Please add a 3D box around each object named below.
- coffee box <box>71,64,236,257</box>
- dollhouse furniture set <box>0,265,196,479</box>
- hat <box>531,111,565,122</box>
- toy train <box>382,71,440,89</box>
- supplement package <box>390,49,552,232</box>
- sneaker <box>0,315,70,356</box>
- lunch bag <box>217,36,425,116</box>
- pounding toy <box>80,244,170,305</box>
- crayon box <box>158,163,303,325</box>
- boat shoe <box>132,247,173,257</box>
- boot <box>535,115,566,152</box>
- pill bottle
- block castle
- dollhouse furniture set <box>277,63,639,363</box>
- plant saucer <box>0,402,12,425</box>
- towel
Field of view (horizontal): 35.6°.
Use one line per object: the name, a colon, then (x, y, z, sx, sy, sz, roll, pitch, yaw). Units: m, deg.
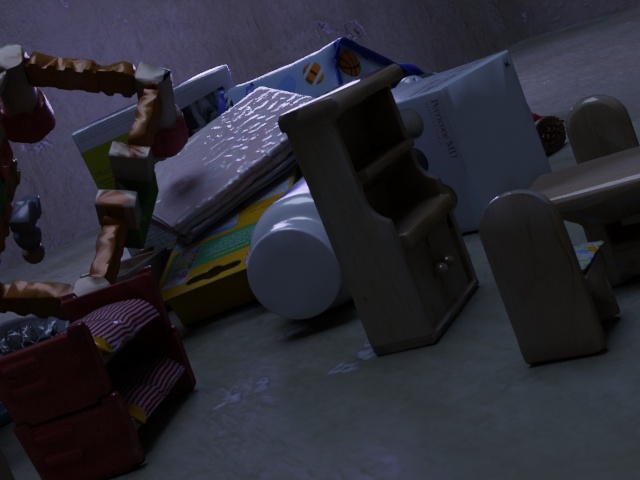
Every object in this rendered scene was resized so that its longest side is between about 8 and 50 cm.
coffee box: (-0.300, -0.150, 2.125, 0.338, 0.334, 0.337, -26, 12, -7)
dollhouse furniture set: (-0.342, 0.179, 1.051, 0.374, 0.152, 0.201, -20, 11, 12)
hat: (0.342, -0.211, 1.958, 0.173, 0.183, 0.208, -13, -35, -11)
toy train: (0.204, -0.204, 1.676, 0.190, 0.142, 0.334, -15, -17, 40)
supplement package: (0.149, -0.120, 1.420, 0.263, 0.199, 0.198, -13, 14, 42)
sneaker: (-0.393, 0.150, 1.435, 0.281, 0.105, 0.115, -28, 12, -31)
lunch bag: (0.045, -0.212, 1.931, 0.328, 0.238, 0.385, -15, -20, 40)
pounding toy: (-0.321, 0.081, 1.664, 0.181, 0.094, 0.206, -16, 12, 27)
crayon box: (-0.120, 0.007, 1.494, 0.203, 0.083, 0.323, -21, 25, 17)
boat shoe: (-0.251, 0.031, 1.842, 0.228, 0.068, 0.081, -18, 11, 24)
boot: (0.331, -0.155, 1.622, 0.158, 0.059, 0.085, -30, 8, -32)
pill bottle: (0.000, 0.000, 1.254, 0.152, 0.152, 0.272, -19, 11, 18)
block castle: (-0.374, -0.044, 1.408, 0.303, 0.213, 0.453, 6, 57, 1)
dollhouse furniture set: (0.202, -0.075, 0.927, 0.394, 0.256, 0.362, -16, 12, 30)
plant saucer: (-0.389, 0.214, 1.352, 0.192, 0.018, 0.067, -26, 11, -23)
towel: (-0.155, -0.132, 1.631, 0.332, 0.053, 0.317, -38, 27, -14)
